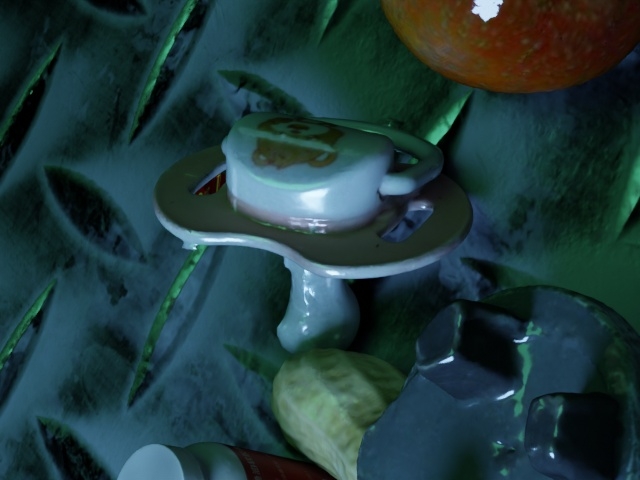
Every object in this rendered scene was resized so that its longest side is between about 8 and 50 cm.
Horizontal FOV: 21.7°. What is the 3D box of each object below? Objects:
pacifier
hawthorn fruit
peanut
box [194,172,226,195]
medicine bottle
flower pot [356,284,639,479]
[{"bbox_3d":[-0.008,-0.019,1.684,0.332,0.220,0.273,13,86,24],"label":"pacifier"},{"bbox_3d":[0.166,-0.261,1.569,0.298,0.277,0.277,-38,49,56],"label":"hawthorn fruit"},{"bbox_3d":[0.062,0.198,1.608,0.290,0.130,0.130,41,106,43],"label":"peanut"},{"bbox_3d":[-0.139,-0.048,1.974,0.082,0.023,0.052,-11,69,44],"label":"box"},{"bbox_3d":[-0.074,0.269,1.624,0.131,0.250,0.131,-19,62,41],"label":"medicine bottle"},{"bbox_3d":[0.174,0.189,1.373,0.299,0.282,0.299,-17,65,41],"label":"flower pot"}]
